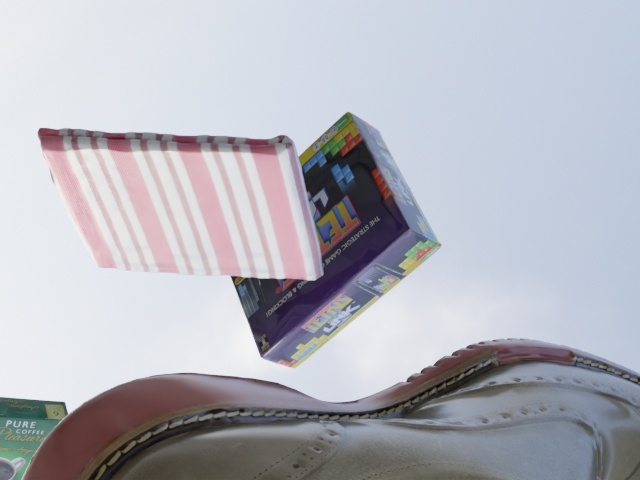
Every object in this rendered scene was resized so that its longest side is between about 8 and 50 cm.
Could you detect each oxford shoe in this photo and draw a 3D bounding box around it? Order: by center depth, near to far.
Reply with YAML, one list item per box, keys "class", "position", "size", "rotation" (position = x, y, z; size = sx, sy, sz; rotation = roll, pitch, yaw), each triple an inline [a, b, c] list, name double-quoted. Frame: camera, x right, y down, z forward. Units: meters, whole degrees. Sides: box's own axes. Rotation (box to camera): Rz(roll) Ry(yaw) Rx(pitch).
- class: "oxford shoe"
  position: [0.064, 0.118, 0.428]
  size: [0.130, 0.348, 0.123]
  rotation: [22, -73, 48]

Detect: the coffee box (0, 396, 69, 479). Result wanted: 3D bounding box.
- class: "coffee box"
  position: [-0.372, 0.266, 1.278]
  size: [0.040, 0.113, 0.184]
  rotation: [56, -49, 52]

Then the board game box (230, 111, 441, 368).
- class: "board game box"
  position: [0.000, 0.000, 0.906]
  size: [0.170, 0.048, 0.141]
  rotation: [-42, -132, 21]

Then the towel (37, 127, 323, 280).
- class: "towel"
  position: [-0.100, -0.029, 0.809]
  size: [0.197, 0.144, 0.029]
  rotation: [3, -130, 13]
